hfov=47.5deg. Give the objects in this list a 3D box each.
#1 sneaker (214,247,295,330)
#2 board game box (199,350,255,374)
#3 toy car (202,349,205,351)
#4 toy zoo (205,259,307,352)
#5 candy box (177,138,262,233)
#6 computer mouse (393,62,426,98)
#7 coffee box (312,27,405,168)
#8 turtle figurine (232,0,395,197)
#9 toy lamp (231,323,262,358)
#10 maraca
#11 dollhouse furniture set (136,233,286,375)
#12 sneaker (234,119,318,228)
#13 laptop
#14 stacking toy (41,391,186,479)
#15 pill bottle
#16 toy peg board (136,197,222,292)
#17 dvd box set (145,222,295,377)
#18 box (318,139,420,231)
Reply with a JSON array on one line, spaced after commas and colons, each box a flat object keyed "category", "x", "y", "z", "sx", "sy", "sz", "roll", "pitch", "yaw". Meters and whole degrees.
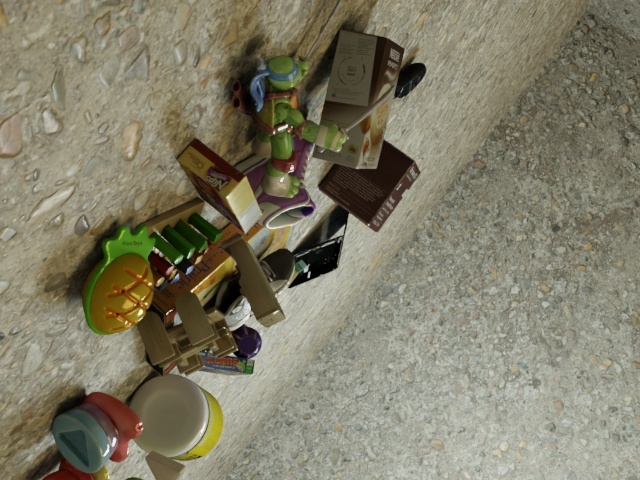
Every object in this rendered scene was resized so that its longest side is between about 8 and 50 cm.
[{"category": "sneaker", "x": -0.140, "y": 0.092, "z": 1.545, "sx": 0.229, "sy": 0.086, "sz": 0.132, "roll": -47, "pitch": 164, "yaw": -14}, {"category": "board game box", "x": -0.248, "y": 0.290, "z": 1.710, "sx": 0.201, "sy": 0.136, "sz": 0.035, "roll": 154, "pitch": -54, "yaw": -65}, {"category": "toy car", "x": -0.277, "y": 0.242, "z": 1.821, "sx": 0.122, "sy": 0.040, "sz": 0.060, "roll": -39, "pitch": 161, "yaw": -43}, {"category": "toy zoo", "x": -0.152, "y": 0.142, "z": 1.752, "sx": 0.293, "sy": 0.030, "sz": 0.192, "roll": -40, "pitch": -175, "yaw": 10}, {"category": "candy box", "x": -0.165, "y": -0.088, "z": 1.227, "sx": 0.053, "sy": 0.109, "sz": 0.187, "roll": -49, "pitch": 167, "yaw": -12}, {"category": "computer mouse", "x": 0.172, "y": -0.362, "z": 1.814, "sx": 0.242, "sy": 0.041, "sz": 0.071, "roll": -43, "pitch": 166, "yaw": -13}, {"category": "coffee box", "x": 0.076, "y": -0.270, "z": 1.418, "sx": 0.141, "sy": 0.098, "sz": 0.247, "roll": -17, "pitch": 121, "yaw": -70}, {"category": "turtle figurine", "x": -0.018, "y": -0.210, "z": 1.229, "sx": 0.274, "sy": 0.198, "sz": 0.266, "roll": -39, "pitch": 165, "yaw": -33}, {"category": "toy lamp", "x": -0.189, "y": 0.244, "z": 1.778, "sx": 0.080, "sy": 0.080, "sz": 0.274, "roll": -50, "pitch": -175, "yaw": -9}, {"category": "maraca", "x": -0.314, "y": 0.063, "z": 1.149, "sx": 0.127, "sy": 0.099, "sz": 0.186, "roll": -7, "pitch": 116, "yaw": -61}, {"category": "dollhouse furniture set", "x": -0.212, "y": 0.122, "z": 1.358, "sx": 0.242, "sy": 0.161, "sz": 0.212, "roll": -27, "pitch": 164, "yaw": -1}, {"category": "sneaker", "x": -0.052, "y": -0.118, "z": 1.418, "sx": 0.282, "sy": 0.161, "sz": 0.102, "roll": -45, "pitch": 163, "yaw": -35}, {"category": "laptop", "x": 0.000, "y": 0.000, "z": 2.183, "sx": 0.264, "sy": 0.137, "sz": 0.234, "roll": -22, "pitch": 157, "yaw": -13}, {"category": "stacking toy", "x": -0.428, "y": 0.476, "z": 1.429, "sx": 0.130, "sy": 0.279, "sz": 0.309, "roll": -36, "pitch": 154, "yaw": -53}, {"category": "pill bottle", "x": -0.343, "y": 0.448, "z": 1.805, "sx": 0.188, "sy": 0.188, "sz": 0.334, "roll": -49, "pitch": 165, "yaw": -13}, {"category": "toy peg board", "x": -0.257, "y": 0.030, "z": 1.280, "sx": 0.161, "sy": 0.079, "sz": 0.161, "roll": -33, "pitch": 156, "yaw": -53}, {"category": "dvd box set", "x": -0.212, "y": 0.084, "z": 1.597, "sx": 0.420, "sy": 0.062, "sz": 0.308, "roll": -43, "pitch": 164, "yaw": -33}, {"category": "box", "x": 0.131, "y": -0.155, "z": 1.896, "sx": 0.203, "sy": 0.167, "sz": 0.168, "roll": -54, "pitch": 166, "yaw": 4}]
